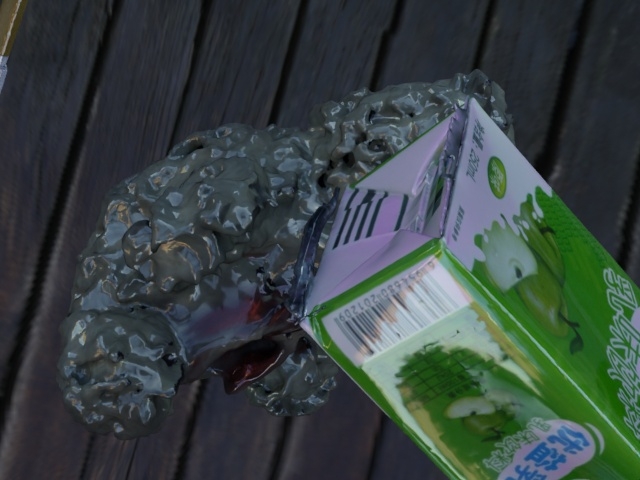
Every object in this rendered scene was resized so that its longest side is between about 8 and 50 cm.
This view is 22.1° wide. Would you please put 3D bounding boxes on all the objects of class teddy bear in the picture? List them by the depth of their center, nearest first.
[{"bbox_3d":[0.000,0.000,1.285,0.367,0.357,0.224,-25,76,25],"label":"teddy bear"}]

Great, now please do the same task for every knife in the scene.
[{"bbox_3d":[-0.255,-0.134,1.260,0.022,0.256,0.046,-16,52,-47],"label":"knife"}]

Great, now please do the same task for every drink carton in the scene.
[{"bbox_3d":[0.116,0.064,0.942,0.108,0.161,0.271,-32,112,30],"label":"drink carton"}]
